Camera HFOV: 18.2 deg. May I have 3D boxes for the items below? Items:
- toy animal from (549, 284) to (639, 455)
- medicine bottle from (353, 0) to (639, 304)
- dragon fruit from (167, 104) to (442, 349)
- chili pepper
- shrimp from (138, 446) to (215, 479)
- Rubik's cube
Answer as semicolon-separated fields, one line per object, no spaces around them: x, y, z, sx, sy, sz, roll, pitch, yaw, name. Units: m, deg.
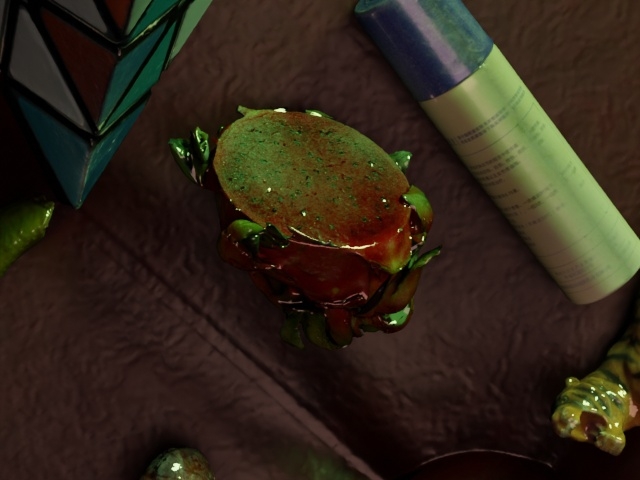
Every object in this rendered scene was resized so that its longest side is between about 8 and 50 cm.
0.239;0.019;1.235;0.116;0.114;0.255;21;98;23;toy animal
0.109;-0.064;1.199;0.059;0.059;0.231;-39;107;-2;medicine bottle
0.000;0.000;1.158;0.138;0.142;0.175;-44;135;-36;dragon fruit
-0.240;0.032;1.143;0.202;0.052;0.050;-29;136;-7;chili pepper
-0.093;0.218;1.212;0.073;0.075;0.190;-6;98;-44;shrimp
-0.148;-0.221;1.101;0.234;0.284;0.250;34;67;4;Rubik's cube
